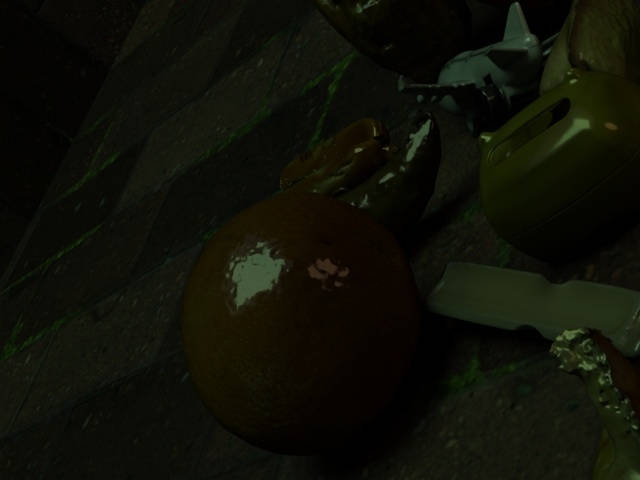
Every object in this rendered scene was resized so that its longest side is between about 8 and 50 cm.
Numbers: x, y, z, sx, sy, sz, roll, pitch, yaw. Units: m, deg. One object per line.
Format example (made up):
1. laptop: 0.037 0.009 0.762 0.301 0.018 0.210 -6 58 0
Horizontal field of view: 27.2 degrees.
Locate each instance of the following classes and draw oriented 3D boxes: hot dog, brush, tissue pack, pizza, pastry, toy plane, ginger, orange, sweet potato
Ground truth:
1. hot dog: 0.017 -0.084 1.730 0.269 0.072 0.109 -24 38 53
2. brush: 0.201 0.065 1.190 0.060 0.050 0.321 -56 24 -12
3. tissue pack: 0.230 -0.071 1.223 0.178 0.127 0.123 -37 30 36
4. pizza: 0.205 0.156 0.865 0.080 0.204 0.188 -32 35 21
5. pastry: 0.092 -0.303 1.599 0.132 0.235 0.240 -46 -4 26
6. toy plane: 0.189 -0.177 1.466 0.251 0.101 0.255 -19 -6 -19
7. ginger: 0.273 -0.181 1.336 0.123 0.115 0.193 -51 9 45
8. orange: -0.020 0.088 1.343 0.264 0.264 0.264 -42 25 25
9. sweet potato: 0.004 0.003 1.557 0.422 0.130 0.131 -35 29 36

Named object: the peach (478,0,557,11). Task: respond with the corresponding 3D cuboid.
1. peach: 0.230 -0.409 1.519 0.281 0.281 0.338 -49 16 11
